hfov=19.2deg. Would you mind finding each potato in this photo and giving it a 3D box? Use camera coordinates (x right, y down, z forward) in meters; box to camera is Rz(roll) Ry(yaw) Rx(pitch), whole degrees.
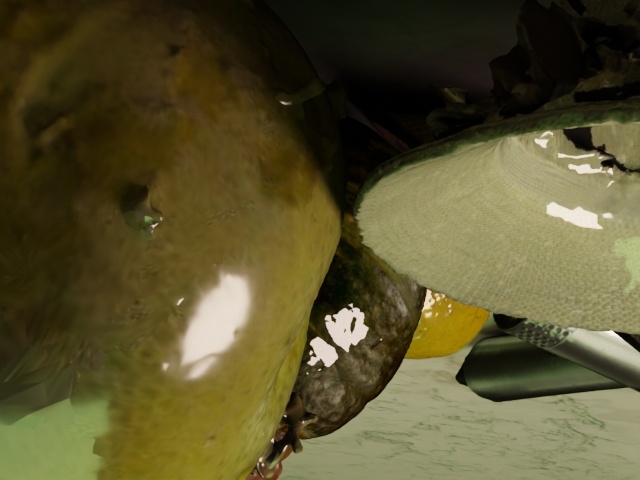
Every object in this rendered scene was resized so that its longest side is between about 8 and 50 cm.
[{"bbox_3d":[-0.172,-0.006,0.748,0.359,0.269,0.219,11,-171,7],"label":"potato"}]

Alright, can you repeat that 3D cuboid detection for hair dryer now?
[{"bbox_3d":[0.235,0.078,1.235,0.320,0.155,0.284,23,180,-11],"label":"hair dryer"}]

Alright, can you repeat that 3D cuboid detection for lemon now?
[{"bbox_3d":[0.056,0.028,1.084,0.082,0.082,0.111,-4,164,30],"label":"lemon"}]

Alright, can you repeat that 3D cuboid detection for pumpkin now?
[{"bbox_3d":[0.000,0.000,0.900,0.108,0.183,0.119,-30,129,13],"label":"pumpkin"}]

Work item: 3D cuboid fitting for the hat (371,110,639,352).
[{"bbox_3d":[0.121,-0.026,0.907,0.193,0.082,0.193,40,-179,-1],"label":"hat"}]

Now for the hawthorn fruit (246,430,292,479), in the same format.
[{"bbox_3d":[-0.087,0.088,1.285,0.189,0.149,0.149,48,158,0],"label":"hawthorn fruit"}]

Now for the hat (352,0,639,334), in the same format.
[{"bbox_3d":[0.143,-0.055,0.696,0.257,0.130,0.257,5,162,2],"label":"hat"}]
